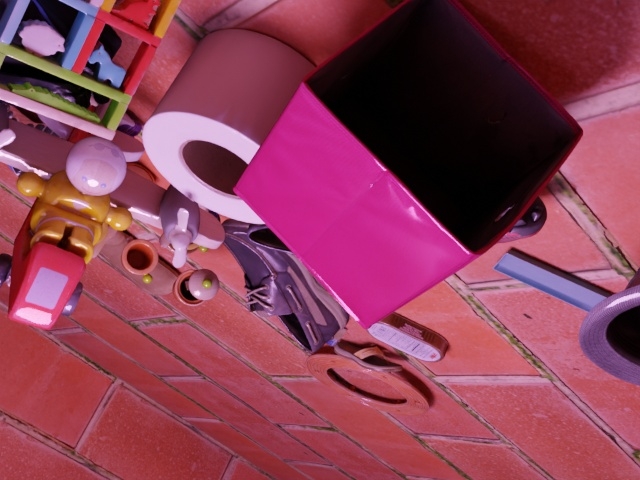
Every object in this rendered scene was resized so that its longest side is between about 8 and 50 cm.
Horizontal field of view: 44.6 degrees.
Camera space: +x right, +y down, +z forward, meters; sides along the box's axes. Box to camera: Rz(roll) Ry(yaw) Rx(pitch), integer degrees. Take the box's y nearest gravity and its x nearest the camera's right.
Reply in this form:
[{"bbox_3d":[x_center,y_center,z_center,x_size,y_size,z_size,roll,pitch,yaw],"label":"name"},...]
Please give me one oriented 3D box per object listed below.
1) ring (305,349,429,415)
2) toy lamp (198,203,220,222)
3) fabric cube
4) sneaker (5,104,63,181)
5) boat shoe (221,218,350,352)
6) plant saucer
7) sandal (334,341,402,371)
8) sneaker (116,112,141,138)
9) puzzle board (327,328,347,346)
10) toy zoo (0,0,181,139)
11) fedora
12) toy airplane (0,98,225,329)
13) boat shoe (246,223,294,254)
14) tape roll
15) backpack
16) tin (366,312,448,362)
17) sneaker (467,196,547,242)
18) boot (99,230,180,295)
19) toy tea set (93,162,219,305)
[{"bbox_3d":[0.121,0.364,1.999,0.336,0.032,0.336,19,155,9],"label":"ring"},{"bbox_3d":[-0.229,-0.099,1.451,0.080,0.080,0.275,21,151,9],"label":"toy lamp"},{"bbox_3d":[0.096,-0.092,0.936,0.259,0.254,0.258,46,147,1],"label":"fabric cube"},{"bbox_3d":[-0.547,-0.166,1.538,0.330,0.130,0.147,36,175,21],"label":"sneaker"},{"bbox_3d":[-0.083,0.100,1.589,0.355,0.130,0.132,45,156,-23],"label":"boat shoe"},{"bbox_3d":[0.387,0.068,1.303,0.192,0.018,0.067,24,152,1],"label":"plant saucer"},{"bbox_3d":[0.110,0.265,1.831,0.180,0.049,0.072,20,-167,35],"label":"sandal"},{"bbox_3d":[-0.382,-0.182,1.449,0.071,0.068,0.170,31,152,-22],"label":"sneaker"},{"bbox_3d":[0.005,0.213,1.869,0.096,0.011,0.128,25,153,-2],"label":"puzzle board"},{"bbox_3d":[-0.291,-0.291,0.999,0.192,0.293,0.030,20,-164,-43],"label":"toy zoo"},{"bbox_3d":[0.520,0.098,1.130,0.243,0.124,0.275,30,144,-13],"label":"fedora"},{"bbox_3d":[-0.368,-0.097,1.220,0.272,0.386,0.384,-31,86,51],"label":"toy airplane"},{"bbox_3d":[0.000,0.000,1.411,0.285,0.092,0.103,15,140,19],"label":"boat shoe"},{"bbox_3d":[-0.115,-0.163,1.151,0.246,0.169,0.246,20,152,11],"label":"tape roll"},{"bbox_3d":[-0.440,-0.326,1.092,0.263,0.213,0.276,-3,139,25],"label":"backpack"},{"bbox_3d":[0.184,0.208,1.690,0.189,0.040,0.106,25,156,0],"label":"tin"},{"bbox_3d":[0.223,-0.026,1.189,0.276,0.098,0.135,2,144,41],"label":"sneaker"},{"bbox_3d":[-0.508,0.041,1.910,0.236,0.089,0.269,-2,143,42],"label":"boot"},{"bbox_3d":[-0.330,-0.009,1.562,0.336,0.200,0.124,35,159,-17],"label":"toy tea set"}]
